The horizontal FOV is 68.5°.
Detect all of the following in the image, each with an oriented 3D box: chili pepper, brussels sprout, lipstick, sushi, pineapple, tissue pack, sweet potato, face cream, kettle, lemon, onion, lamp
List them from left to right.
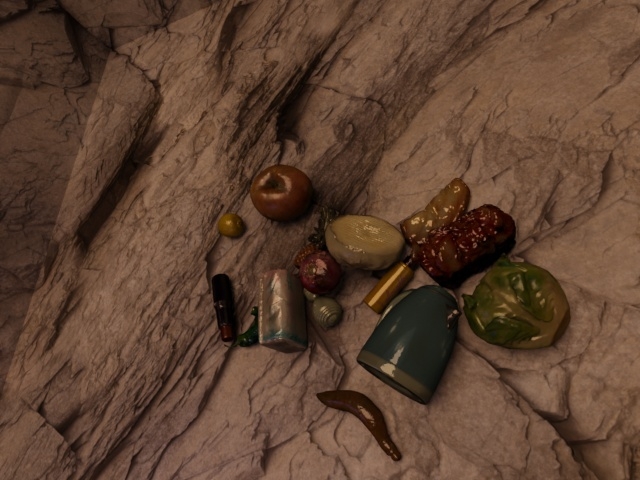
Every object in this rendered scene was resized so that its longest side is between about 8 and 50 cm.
[{"bbox_3d":[-0.399,0.275,1.935,0.081,0.081,0.299,-25,56,16],"label":"lipstick"},{"bbox_3d":[-0.395,-0.068,2.086,0.133,0.109,0.109,-10,62,34],"label":"lemon"},{"bbox_3d":[-0.262,0.346,1.794,0.279,0.122,0.065,-56,30,33],"label":"chili pepper"},{"bbox_3d":[-0.137,0.262,1.727,0.124,0.201,0.271,-14,62,18],"label":"tissue pack"},{"bbox_3d":[0.000,0.000,1.839,0.277,0.119,0.130,-59,10,-9],"label":"pineapple"},{"bbox_3d":[0.006,0.235,1.728,0.106,0.106,0.193,-43,44,3],"label":"lamp"},{"bbox_3d":[0.013,0.124,1.712,0.159,0.195,0.159,-10,69,27],"label":"onion"},{"bbox_3d":[0.133,0.557,1.512,0.346,0.079,0.108,30,112,35],"label":"sweet potato"},{"bbox_3d":[0.264,0.133,1.643,0.273,0.078,0.078,-48,54,-1],"label":"face cream"},{"bbox_3d":[0.279,0.288,1.485,0.342,0.247,0.319,-57,28,-16],"label":"kettle"},{"bbox_3d":[0.457,0.012,1.537,0.343,0.182,0.196,-33,48,7],"label":"sushi"},{"bbox_3d":[0.563,0.187,1.367,0.294,0.227,0.259,26,95,28],"label":"brussels sprout"}]

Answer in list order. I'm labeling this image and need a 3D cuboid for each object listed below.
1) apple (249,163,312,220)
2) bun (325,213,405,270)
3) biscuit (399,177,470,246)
[{"bbox_3d":[-0.163,-0.197,1.970,0.261,0.194,0.261,-11,64,22],"label":"apple"},{"bbox_3d":[0.157,0.019,1.678,0.287,0.146,0.287,4,33,-3],"label":"bun"},{"bbox_3d":[0.424,-0.091,1.687,0.299,0.045,0.154,-40,53,5],"label":"biscuit"}]
